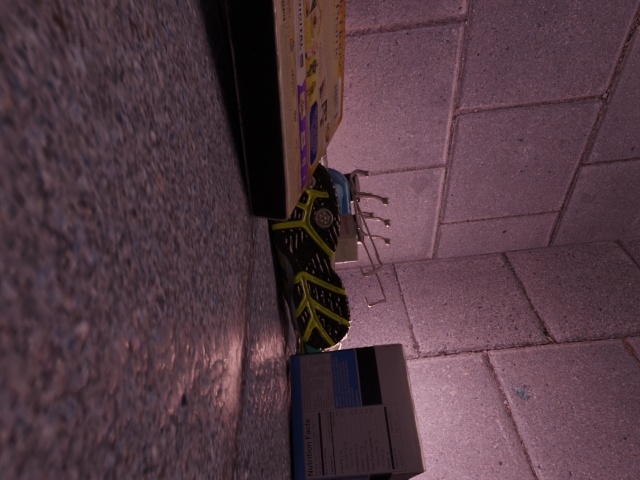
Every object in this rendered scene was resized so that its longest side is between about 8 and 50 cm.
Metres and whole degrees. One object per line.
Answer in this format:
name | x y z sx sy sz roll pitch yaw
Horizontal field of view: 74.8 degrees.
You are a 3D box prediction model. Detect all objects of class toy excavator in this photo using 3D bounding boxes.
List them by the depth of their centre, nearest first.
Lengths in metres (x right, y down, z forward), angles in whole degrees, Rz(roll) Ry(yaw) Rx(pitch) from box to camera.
toy excavator | -0.008 -0.027 1.289 0.445 0.223 0.431 5 79 -75

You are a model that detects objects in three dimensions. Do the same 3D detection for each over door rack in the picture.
over door rack | 0.153 -0.006 1.173 0.239 0.108 0.323 71 12 -58

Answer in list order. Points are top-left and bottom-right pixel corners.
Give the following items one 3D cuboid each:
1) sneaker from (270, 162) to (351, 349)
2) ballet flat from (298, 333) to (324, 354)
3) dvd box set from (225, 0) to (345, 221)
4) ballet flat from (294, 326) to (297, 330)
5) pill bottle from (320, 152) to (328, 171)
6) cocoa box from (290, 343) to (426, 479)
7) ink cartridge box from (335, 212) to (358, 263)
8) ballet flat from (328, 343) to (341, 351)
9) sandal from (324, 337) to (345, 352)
sneaker | -0.039 0.023 0.858 0.147 0.145 0.383 174 -88 -71
ballet flat | -0.027 0.268 1.097 0.231 0.077 0.077 -92 -164 -70
dvd box set | -0.027 -0.271 0.679 0.420 0.062 0.307 -69 163 -51
ballet flat | -0.049 0.193 1.002 0.114 0.041 0.041 81 3 -54
pill bottle | -0.046 -0.203 1.096 0.130 0.131 0.245 -94 177 -70
cocoa box | 0.069 0.389 0.894 0.347 0.228 0.231 82 2 -58
ink cartridge box | 0.000 0.000 1.030 0.127 0.175 0.072 -94 177 -60
ballet flat | 0.020 0.363 1.581 0.348 0.124 0.123 -95 178 -48
sandal | 0.027 0.279 1.197 0.102 0.076 0.264 -5 -114 64
